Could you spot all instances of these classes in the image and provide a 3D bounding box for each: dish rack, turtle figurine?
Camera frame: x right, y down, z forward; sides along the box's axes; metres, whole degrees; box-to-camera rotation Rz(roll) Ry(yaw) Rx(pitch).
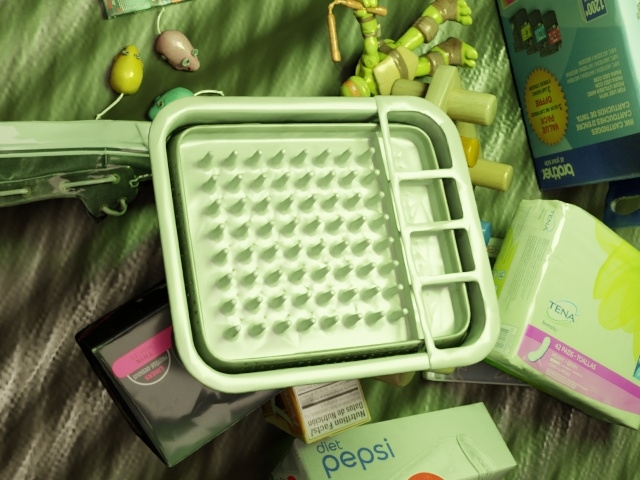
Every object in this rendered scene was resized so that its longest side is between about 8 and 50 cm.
[{"bbox_3d":[0.000,0.000,0.907,0.332,0.072,0.286,-3,74,-25],"label":"dish rack"},{"bbox_3d":[0.104,-0.218,1.218,0.217,0.087,0.270,-33,120,-21],"label":"turtle figurine"}]

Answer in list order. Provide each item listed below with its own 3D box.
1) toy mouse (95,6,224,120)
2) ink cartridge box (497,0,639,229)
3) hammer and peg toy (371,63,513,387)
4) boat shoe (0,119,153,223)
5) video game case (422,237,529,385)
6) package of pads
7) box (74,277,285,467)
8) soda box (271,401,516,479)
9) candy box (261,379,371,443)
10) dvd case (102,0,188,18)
[{"bbox_3d":[-0.184,-0.204,1.147,0.143,0.031,0.161,18,82,-17],"label":"toy mouse"},{"bbox_3d":[0.384,-0.218,1.213,0.151,0.270,0.396,-16,92,-17],"label":"ink cartridge box"},{"bbox_3d":[0.116,0.005,1.122,0.127,0.266,0.361,15,75,23],"label":"hammer and peg toy"},{"bbox_3d":[-0.262,-0.080,1.084,0.335,0.121,0.119,-2,96,-8],"label":"boat shoe"},{"bbox_3d":[0.233,0.096,1.276,0.183,0.023,0.201,6,86,-18],"label":"video game case"},{"bbox_3d":[0.349,0.097,1.238,0.296,0.101,0.229,28,79,-33],"label":"package of pads"},{"bbox_3d":[-0.156,0.124,1.013,0.165,0.270,0.143,-33,98,-18],"label":"box"},{"bbox_3d":[0.093,0.281,1.137,0.286,0.091,0.098,-4,52,-30],"label":"soda box"},{"bbox_3d":[-0.050,0.067,1.098,0.087,0.183,0.317,-18,93,-17],"label":"candy box"},{"bbox_3d":[-0.219,-0.330,1.152,0.119,0.013,0.087,-19,93,-19],"label":"dvd case"}]
